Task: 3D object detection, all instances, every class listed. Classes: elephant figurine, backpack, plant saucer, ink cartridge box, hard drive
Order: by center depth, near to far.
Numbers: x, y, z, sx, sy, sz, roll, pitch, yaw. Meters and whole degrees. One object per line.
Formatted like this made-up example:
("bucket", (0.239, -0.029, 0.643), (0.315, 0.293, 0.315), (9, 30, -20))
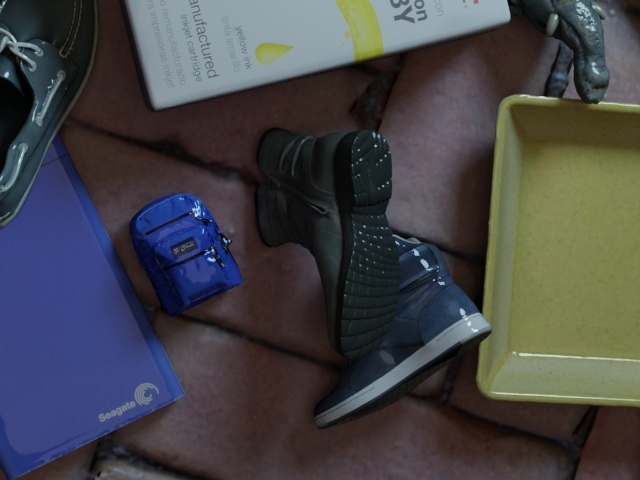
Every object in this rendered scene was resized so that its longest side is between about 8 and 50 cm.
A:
("ink cartridge box", (-0.025, -0.311, 1.741), (0.385, 0.160, 0.279), (-14, 95, -7))
("backpack", (-0.144, 0.008, 1.778), (0.098, 0.101, 0.120), (-25, 93, -12))
("hard drive", (-0.308, 0.069, 1.788), (0.210, 0.040, 0.318), (-26, 97, -6))
("elephant figurine", (0.243, -0.295, 1.792), (0.169, 0.186, 0.239), (8, 127, 23))
("plant saucer", (0.337, 0.016, 1.854), (0.333, 0.081, 0.332), (4, 92, -8))

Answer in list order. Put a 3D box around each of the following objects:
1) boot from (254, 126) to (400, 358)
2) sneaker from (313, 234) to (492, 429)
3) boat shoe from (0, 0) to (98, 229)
("boot", (0.000, 0.000, 1.779), (0.083, 0.161, 0.246), (2, 88, -45))
("sneaker", (0.056, 0.092, 1.822), (0.226, 0.086, 0.163), (-37, 76, 18))
("boat shoe", (-0.309, -0.166, 1.720), (0.116, 0.099, 0.319), (18, 78, 1))
